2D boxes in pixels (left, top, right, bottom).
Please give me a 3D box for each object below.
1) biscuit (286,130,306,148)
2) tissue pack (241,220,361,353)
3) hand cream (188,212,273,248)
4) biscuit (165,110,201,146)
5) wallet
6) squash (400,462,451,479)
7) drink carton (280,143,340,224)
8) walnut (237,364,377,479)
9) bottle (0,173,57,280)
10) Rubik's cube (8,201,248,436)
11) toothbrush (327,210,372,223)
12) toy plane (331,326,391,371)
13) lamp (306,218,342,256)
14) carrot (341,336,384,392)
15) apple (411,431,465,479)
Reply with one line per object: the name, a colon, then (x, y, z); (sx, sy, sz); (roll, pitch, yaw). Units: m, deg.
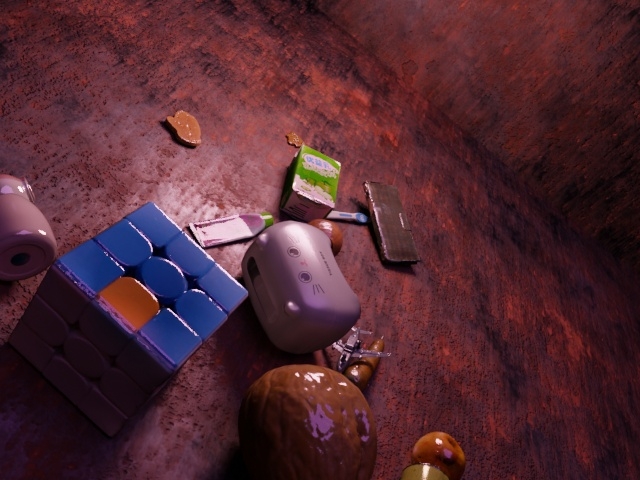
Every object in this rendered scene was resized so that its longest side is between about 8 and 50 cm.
biscuit: (-0.086, -0.363, 2.373); (0.092, 0.016, 0.082); (32, 36, -14)
tissue pack: (-0.069, 0.121, 1.692); (0.236, 0.229, 0.333); (5, 50, -44)
hand cream: (-0.248, -0.035, 1.847); (0.079, 0.050, 0.275); (34, 32, 32)
biscuit: (-0.427, -0.350, 2.004); (0.118, 0.023, 0.140); (21, 41, -30)
wallet: (0.249, -0.061, 2.318); (0.169, 0.044, 0.317); (4, 61, -36)
squash: (0.233, 0.662, 1.527); (0.132, 0.132, 0.247); (39, 36, -7)
drink carton: (-0.036, -0.181, 2.139); (0.161, 0.108, 0.271); (26, 39, -14)
walnut: (-0.026, 0.427, 1.375); (0.333, 0.333, 0.332); (27, 38, -23)
bottle: (-0.654, -0.044, 1.355); (0.148, 0.147, 0.236); (3, 44, -44)
Rubik's cube: (-0.378, 0.152, 1.292); (0.290, 0.291, 0.291); (43, 35, -2)
toothbrush: (0.133, -0.079, 2.291); (0.386, 0.040, 0.040); (4, 51, -39)
toy plane: (0.081, 0.292, 1.772); (0.226, 0.058, 0.226); (20, 18, 10)
lamp: (0.000, 0.000, 1.976); (0.136, 0.136, 0.136); (27, 38, -23)
carrot: (0.134, 0.341, 1.817); (0.078, 0.078, 0.298); (46, 31, 3)
apple: (0.313, 0.575, 1.697); (0.146, 0.146, 0.146); (27, 38, -23)
